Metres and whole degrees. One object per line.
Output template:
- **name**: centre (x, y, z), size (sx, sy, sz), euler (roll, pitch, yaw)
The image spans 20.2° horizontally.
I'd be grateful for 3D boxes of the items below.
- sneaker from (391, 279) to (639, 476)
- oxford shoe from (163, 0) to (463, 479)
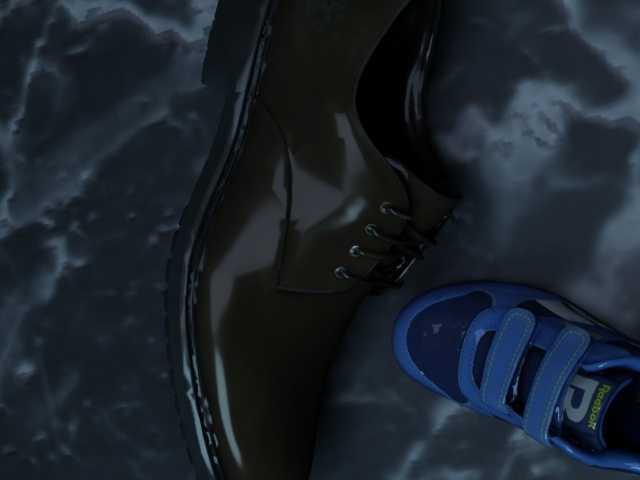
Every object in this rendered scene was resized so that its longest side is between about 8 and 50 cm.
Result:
- **sneaker**: centre (0.091, 0.051, 0.666), size (0.144, 0.059, 0.053), euler (17, 98, 21)
- **oxford shoe**: centre (0.000, 0.000, 0.679), size (0.096, 0.083, 0.227), euler (11, 96, 27)
